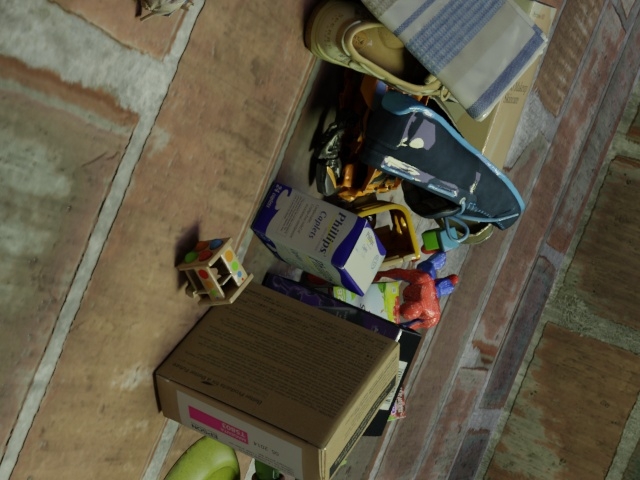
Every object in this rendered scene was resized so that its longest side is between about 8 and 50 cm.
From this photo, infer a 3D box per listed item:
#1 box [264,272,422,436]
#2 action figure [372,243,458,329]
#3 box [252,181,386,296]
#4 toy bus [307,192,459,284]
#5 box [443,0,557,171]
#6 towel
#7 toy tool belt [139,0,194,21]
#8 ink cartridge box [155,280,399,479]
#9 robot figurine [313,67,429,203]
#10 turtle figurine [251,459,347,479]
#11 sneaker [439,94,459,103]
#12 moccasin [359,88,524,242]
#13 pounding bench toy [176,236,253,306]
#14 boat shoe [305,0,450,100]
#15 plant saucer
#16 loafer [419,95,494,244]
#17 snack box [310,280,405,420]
[{"bbox_3d":[0.006,0.153,1.755,0.153,0.207,0.108,-69,159,-1],"label":"box"},{"bbox_3d":[0.118,0.076,1.905,0.280,0.139,0.091,-47,123,-75],"label":"action figure"},{"bbox_3d":[0.000,0.000,1.684,0.072,0.137,0.126,-63,159,-11],"label":"box"},{"bbox_3d":[0.074,-0.013,1.891,0.191,0.202,0.104,-23,101,-53],"label":"toy bus"},{"bbox_3d":[0.254,-0.243,2.087,0.148,0.121,0.311,-13,123,-64],"label":"box"},{"bbox_3d":[0.141,-0.289,1.599,0.034,0.285,0.209,-41,-174,48],"label":"towel"},{"bbox_3d":[-0.139,-0.242,1.247,0.083,0.052,0.051,-50,-176,-33],"label":"toy tool belt"},{"bbox_3d":[-0.049,0.168,1.594,0.193,0.235,0.088,-50,152,-38],"label":"ink cartridge box"},{"bbox_3d":[0.084,-0.182,1.780,0.211,0.085,0.291,-11,120,-59],"label":"robot figurine"},{"bbox_3d":[-0.039,0.413,1.828,0.198,0.275,0.266,-172,-80,-76],"label":"turtle figurine"},{"bbox_3d":[0.211,-0.272,1.907,0.094,0.153,0.235,-58,157,-30],"label":"sneaker"},{"bbox_3d":[0.151,-0.086,1.762,0.342,0.138,0.117,34,89,-45],"label":"moccasin"},{"bbox_3d":[-0.135,0.035,1.521,0.052,0.083,0.065,-51,122,-42],"label":"pounding bench toy"},{"bbox_3d":[0.113,-0.229,1.640,0.285,0.089,0.104,4,108,-37],"label":"boat shoe"},{"bbox_3d":[-0.172,0.379,1.784,0.241,0.037,0.241,-50,152,-38],"label":"plant saucer"},{"bbox_3d":[0.178,-0.109,1.915,0.094,0.251,0.087,-27,179,3],"label":"loafer"},{"bbox_3d":[0.048,0.166,1.918,0.174,0.070,0.207,0,86,-54],"label":"snack box"}]
